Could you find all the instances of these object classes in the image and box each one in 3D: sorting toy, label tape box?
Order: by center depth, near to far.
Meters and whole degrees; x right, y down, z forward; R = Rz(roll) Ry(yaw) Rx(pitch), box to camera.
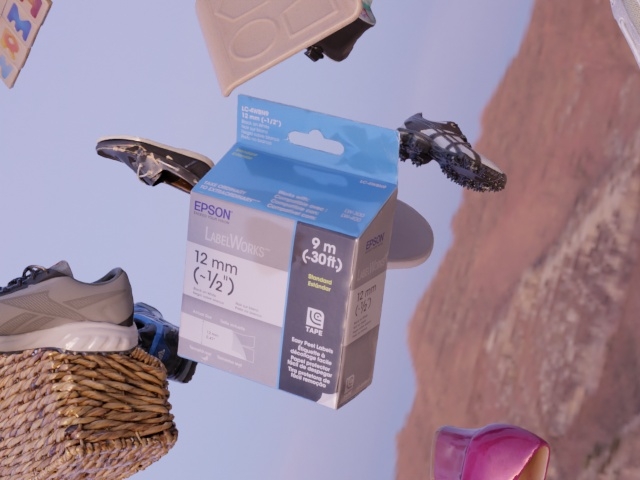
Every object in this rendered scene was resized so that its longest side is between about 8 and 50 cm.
[{"bbox_3d":[-0.054,-0.287,1.518,0.038,0.208,0.193,45,-161,-46],"label":"sorting toy"},{"bbox_3d":[-0.044,0.011,1.556,0.115,0.249,0.348,-28,-51,-56],"label":"label tape box"}]

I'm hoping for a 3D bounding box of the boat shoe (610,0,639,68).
[{"bbox_3d":[0.411,-0.163,1.321,0.118,0.320,0.103,-20,-11,-24],"label":"boat shoe"}]

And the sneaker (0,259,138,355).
[{"bbox_3d":[-0.335,0.075,1.358,0.100,0.271,0.108,1,90,59],"label":"sneaker"}]

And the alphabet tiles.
[{"bbox_3d":[-0.460,-0.355,1.563,0.011,0.285,0.342,-37,-1,-33],"label":"alphabet tiles"}]

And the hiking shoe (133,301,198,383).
[{"bbox_3d":[-0.320,0.148,2.006,0.132,0.304,0.113,25,-101,-39],"label":"hiking shoe"}]

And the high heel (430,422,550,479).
[{"bbox_3d":[0.231,0.432,1.613,0.127,0.181,0.377,-8,-88,-38],"label":"high heel"}]

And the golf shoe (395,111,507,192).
[{"bbox_3d":[0.213,-0.147,1.927,0.094,0.198,0.077,-57,-13,-30],"label":"golf shoe"}]

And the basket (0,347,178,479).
[{"bbox_3d":[-0.351,0.239,1.799,0.299,0.213,0.223,-38,62,46],"label":"basket"}]

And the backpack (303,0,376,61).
[{"bbox_3d":[-0.013,-0.450,2.113,0.191,0.225,0.253,-52,21,17],"label":"backpack"}]

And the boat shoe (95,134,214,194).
[{"bbox_3d":[-0.325,-0.146,2.341,0.084,0.233,0.079,105,-179,-70],"label":"boat shoe"}]

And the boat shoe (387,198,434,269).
[{"bbox_3d":[0.000,0.000,1.881,0.158,0.340,0.127,96,-172,-60],"label":"boat shoe"}]
